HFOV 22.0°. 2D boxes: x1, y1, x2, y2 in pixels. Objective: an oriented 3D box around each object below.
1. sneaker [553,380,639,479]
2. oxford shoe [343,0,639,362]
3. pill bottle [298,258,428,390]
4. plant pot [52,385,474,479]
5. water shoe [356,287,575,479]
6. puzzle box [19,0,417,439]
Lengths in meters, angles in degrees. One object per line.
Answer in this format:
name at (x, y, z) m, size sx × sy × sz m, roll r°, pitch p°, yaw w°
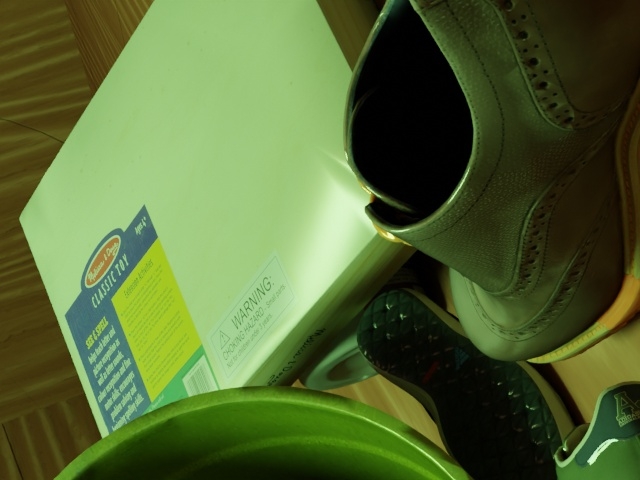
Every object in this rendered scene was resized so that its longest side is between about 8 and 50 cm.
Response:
sneaker at (0.149, 0.132, 0.816) m, size 0.192 × 0.064 × 0.086 m, roll 93°, pitch 163°, yaw -64°
oxford shoe at (0.068, -0.040, 0.693) m, size 0.364 × 0.132 × 0.130 m, roll 88°, pitch 159°, yaw -59°
pill bottle at (0.000, 0.000, 1.184) m, size 0.108 × 0.108 × 0.193 m, roll 97°, pitch 151°, yaw -68°
plant pot at (0.013, 0.317, 1.060) m, size 0.366 × 0.366 × 0.353 m, roll 64°, pitch -170°, yaw 28°
water shoe at (0.103, 0.096, 0.996) m, size 0.080 × 0.073 × 0.203 m, roll 30°, pitch -168°, yaw -44°
puzzle box at (-0.076, -0.024, 1.146) m, size 0.409 × 0.052 × 0.272 m, roll -49°, pitch 56°, yaw 42°
